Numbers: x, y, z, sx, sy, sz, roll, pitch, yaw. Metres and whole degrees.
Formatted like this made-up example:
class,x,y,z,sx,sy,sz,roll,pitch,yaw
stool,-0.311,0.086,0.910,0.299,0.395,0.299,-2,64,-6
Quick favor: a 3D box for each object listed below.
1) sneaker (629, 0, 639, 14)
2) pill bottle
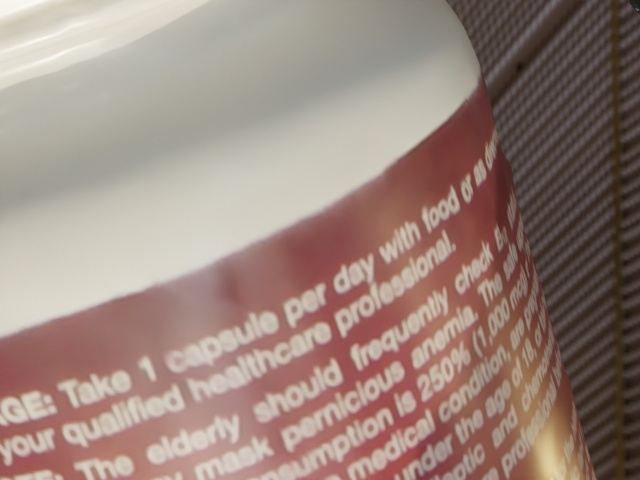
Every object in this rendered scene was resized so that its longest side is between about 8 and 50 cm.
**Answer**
class,x,y,z,sx,sy,sz,roll,pitch,yaw
sneaker,0.413,-0.283,1.353,0.482,0.185,0.202,55,-48,36
pill bottle,-0.036,0.047,0.436,0.224,0.224,0.392,29,-40,65
